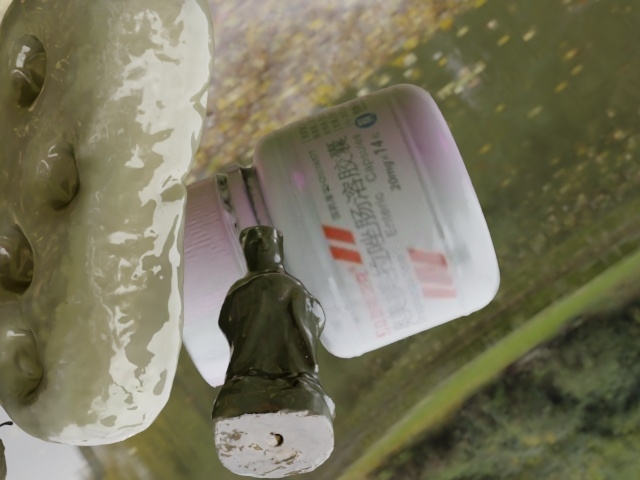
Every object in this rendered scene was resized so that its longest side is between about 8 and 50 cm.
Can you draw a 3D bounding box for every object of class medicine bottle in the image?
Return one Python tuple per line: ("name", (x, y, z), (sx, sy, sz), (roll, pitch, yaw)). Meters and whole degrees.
("medicine bottle", (0.000, 0.000, 1.338), (0.325, 0.256, 0.256), (-20, 168, 1))

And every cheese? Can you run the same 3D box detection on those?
("cheese", (-0.173, -0.026, 0.985), (0.129, 0.328, 0.351), (4, 143, -41))

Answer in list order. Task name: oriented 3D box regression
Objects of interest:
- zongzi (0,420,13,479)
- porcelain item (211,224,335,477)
("zongzi", (-0.392, 0.214, 1.435), (0.247, 0.111, 0.241), (-97, -152, -68))
("porcelain item", (-0.034, 0.063, 0.910), (0.081, 0.215, 0.069), (-5, 132, 1))
